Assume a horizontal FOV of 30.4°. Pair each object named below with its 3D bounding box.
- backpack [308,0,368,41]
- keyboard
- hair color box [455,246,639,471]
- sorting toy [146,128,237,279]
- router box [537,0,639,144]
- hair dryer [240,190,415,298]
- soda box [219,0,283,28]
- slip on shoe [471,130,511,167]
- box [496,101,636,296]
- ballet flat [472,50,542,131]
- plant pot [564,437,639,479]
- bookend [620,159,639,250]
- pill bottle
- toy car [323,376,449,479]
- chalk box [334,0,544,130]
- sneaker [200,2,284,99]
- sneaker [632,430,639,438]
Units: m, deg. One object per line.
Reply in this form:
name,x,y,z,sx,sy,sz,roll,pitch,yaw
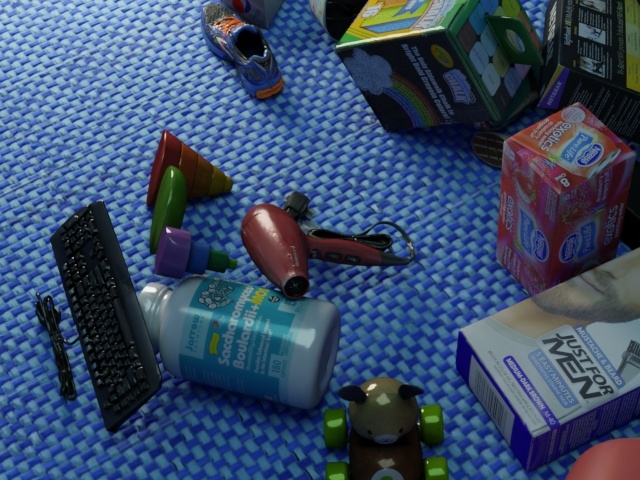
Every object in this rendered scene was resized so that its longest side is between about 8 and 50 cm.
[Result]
backpack,0.068,-0.423,1.962,0.188,0.166,0.144,-25,55,-19
keyboard,-0.318,0.114,1.599,0.033,0.201,0.317,13,44,-45
hair color box,0.372,0.143,1.558,0.339,0.110,0.185,-22,54,-15
sorting toy,-0.174,-0.042,1.687,0.126,0.127,0.365,12,24,-16
router box,0.463,-0.270,1.792,0.243,0.081,0.309,20,40,-2
hair dryer,0.000,0.000,1.634,0.223,0.080,0.293,17,28,18
soda box,-0.083,-0.510,2.079,0.091,0.098,0.286,16,57,15
slip on shoe,0.299,-0.135,1.812,0.135,0.051,0.041,17,16,25
box,0.328,-0.043,1.604,0.128,0.257,0.122,-27,54,-16
ballet flat,0.318,-0.254,1.877,0.241,0.091,0.077,-32,25,-25
plant pot,0.350,0.372,1.305,0.275,0.275,0.243,16,46,15
bookend,0.488,-0.072,1.731,0.156,0.072,0.157,-32,57,-20
pill bottle,-0.115,0.128,1.574,0.264,0.146,0.146,11,55,12
toy car,0.079,0.231,1.458,0.155,0.188,0.149,-3,53,2
chalk box,0.205,-0.295,1.777,0.289,0.180,0.179,-1,46,42
sneaker,-0.130,-0.334,1.957,0.083,0.087,0.221,-30,57,-19
sneaker,0.438,0.263,1.481,0.087,0.092,0.229,41,85,26
